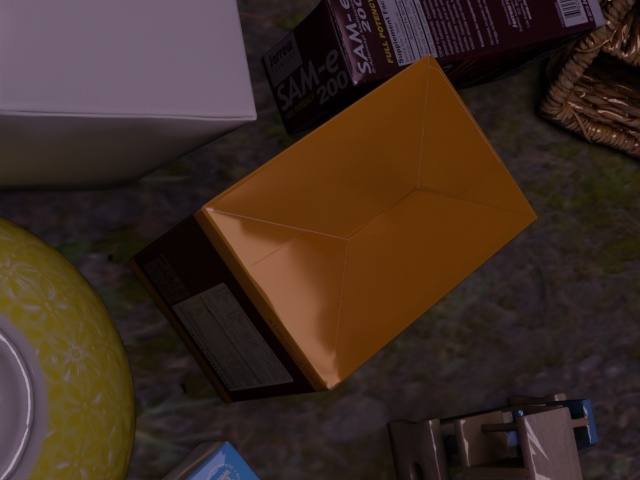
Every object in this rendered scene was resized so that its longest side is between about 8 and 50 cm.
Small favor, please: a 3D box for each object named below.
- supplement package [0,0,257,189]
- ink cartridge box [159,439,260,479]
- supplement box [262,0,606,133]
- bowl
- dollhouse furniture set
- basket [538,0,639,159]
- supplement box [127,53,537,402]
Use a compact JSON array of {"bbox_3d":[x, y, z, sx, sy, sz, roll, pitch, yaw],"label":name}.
[{"bbox_3d":[-0.179,-0.192,0.637,0.175,0.177,0.293,-4,81,-40],"label":"supplement package"},{"bbox_3d":[-0.053,0.239,0.686,0.104,0.060,0.180,-41,98,-26],"label":"ink cartridge box"},{"bbox_3d":[0.089,-0.159,0.794,0.239,0.130,0.073,-17,87,-25],"label":"supplement box"},{"bbox_3d":[-0.234,0.101,0.580,0.289,0.156,0.290,5,77,-24],"label":"bowl"},{"bbox_3d":[0.156,0.183,0.724,0.129,0.183,0.129,-6,82,-25],"label":"dollhouse furniture set"},{"bbox_3d":[0.378,-0.189,0.884,0.299,0.213,0.223,19,72,-20],"label":"basket"},{"bbox_3d":[0.000,0.000,0.684,0.191,0.194,0.129,-37,95,-26],"label":"supplement box"}]
